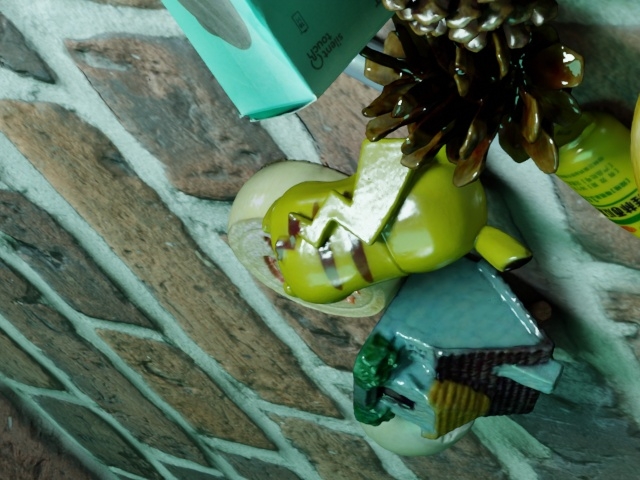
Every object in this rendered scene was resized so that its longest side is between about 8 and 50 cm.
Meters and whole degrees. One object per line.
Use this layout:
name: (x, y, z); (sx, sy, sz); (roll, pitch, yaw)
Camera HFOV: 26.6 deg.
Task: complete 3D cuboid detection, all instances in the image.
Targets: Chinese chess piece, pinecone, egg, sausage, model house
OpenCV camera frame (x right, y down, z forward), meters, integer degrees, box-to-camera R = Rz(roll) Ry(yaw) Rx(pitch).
Chinese chess piece: (0.000, 0.000, 1.920); (0.270, 0.112, 0.270); (22, 155, 10)
pinecone: (0.140, -0.156, 1.372); (0.201, 0.202, 0.229); (-2, -163, -41)
egg: (0.146, 0.255, 2.185); (0.183, 0.183, 0.217); (41, 160, -27)
sausage: (0.293, 0.119, 1.944); (0.035, 0.030, 0.147); (29, 155, -1)
pinecone: (0.139, -0.260, 1.197); (0.168, 0.185, 0.212); (47, -168, 27)
model house: (0.207, 0.189, 1.923); (0.249, 0.230, 0.280); (29, 158, 16)

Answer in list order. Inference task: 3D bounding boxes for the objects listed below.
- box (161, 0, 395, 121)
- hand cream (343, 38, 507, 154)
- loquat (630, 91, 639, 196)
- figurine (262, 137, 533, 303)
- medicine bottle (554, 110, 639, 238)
box: (-0.062, -0.294, 1.241); (0.118, 0.205, 0.311); (-2, 130, 51)
hand cream: (0.124, -0.171, 1.534); (0.255, 0.048, 0.079); (27, 154, 0)
loquat: (0.406, -0.110, 1.091); (0.359, 0.328, 0.328); (70, 157, 11)
figurine: (0.081, -0.033, 1.675); (0.327, 0.169, 0.218); (-19, 99, 19)
medicine bottle: (0.379, -0.033, 1.512); (0.309, 0.076, 0.111); (36, 155, -21)
